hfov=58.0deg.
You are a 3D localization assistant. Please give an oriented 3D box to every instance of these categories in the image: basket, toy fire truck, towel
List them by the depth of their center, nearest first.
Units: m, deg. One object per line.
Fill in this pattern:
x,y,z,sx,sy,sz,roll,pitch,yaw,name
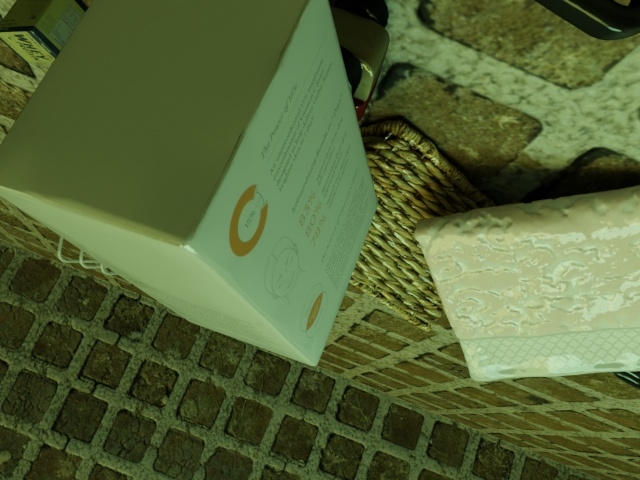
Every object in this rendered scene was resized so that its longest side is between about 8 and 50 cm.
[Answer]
-0.047,-0.181,0.652,0.217,0.158,0.246,20,150,4,toy fire truck
0.327,0.074,0.776,0.332,0.053,0.316,-9,127,24,towel
0.106,-0.043,0.893,0.299,0.223,0.213,33,-170,-30,basket

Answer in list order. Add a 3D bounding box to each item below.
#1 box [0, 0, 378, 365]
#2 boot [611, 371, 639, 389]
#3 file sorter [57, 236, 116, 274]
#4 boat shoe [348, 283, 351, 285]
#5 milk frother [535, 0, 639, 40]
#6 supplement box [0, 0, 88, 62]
-0.076,-0.042,0.529,0.169,0.214,0.345,16,161,18,box
0.412,0.130,0.990,0.338,0.118,0.223,39,-175,10,boot
-0.439,-0.004,1.353,0.278,0.172,0.193,13,-177,23,file sorter
-0.003,0.001,1.124,0.118,0.103,0.320,-34,143,10,boat shoe
0.184,-0.212,0.395,0.135,0.129,0.143,25,-157,-8,milk frother
-0.362,-0.284,0.757,0.083,0.083,0.056,10,157,30,supplement box
